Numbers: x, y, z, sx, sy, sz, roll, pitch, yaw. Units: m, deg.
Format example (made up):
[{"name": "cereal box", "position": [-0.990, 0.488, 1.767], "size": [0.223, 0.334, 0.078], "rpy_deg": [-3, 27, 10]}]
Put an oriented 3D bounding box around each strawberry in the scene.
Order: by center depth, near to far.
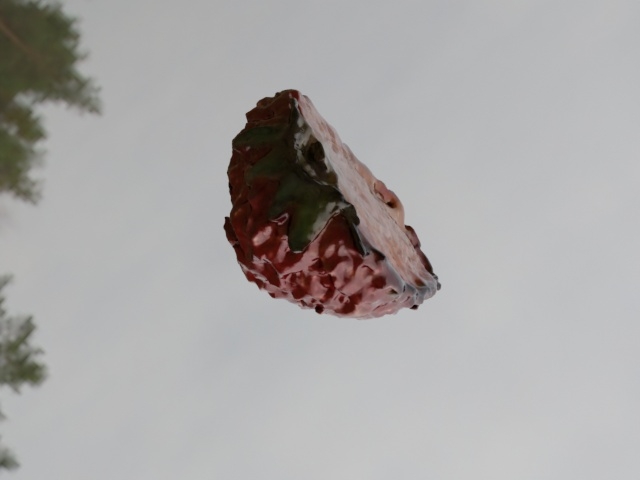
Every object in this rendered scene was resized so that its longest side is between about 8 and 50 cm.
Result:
[{"name": "strawberry", "position": [0.000, 0.000, 1.121], "size": [0.111, 0.236, 0.190], "rpy_deg": [-34, -121, 11]}]
